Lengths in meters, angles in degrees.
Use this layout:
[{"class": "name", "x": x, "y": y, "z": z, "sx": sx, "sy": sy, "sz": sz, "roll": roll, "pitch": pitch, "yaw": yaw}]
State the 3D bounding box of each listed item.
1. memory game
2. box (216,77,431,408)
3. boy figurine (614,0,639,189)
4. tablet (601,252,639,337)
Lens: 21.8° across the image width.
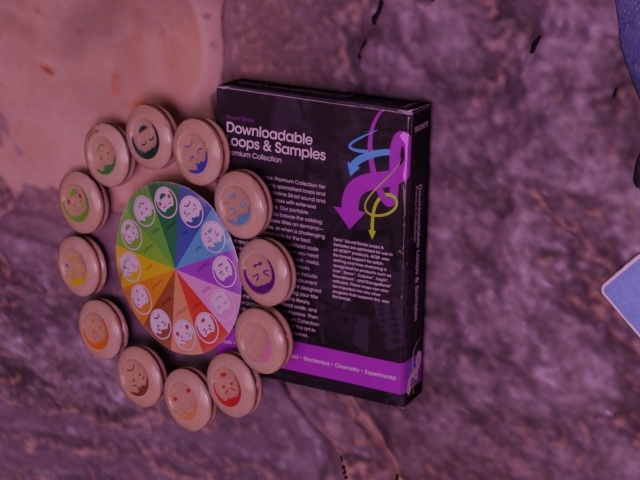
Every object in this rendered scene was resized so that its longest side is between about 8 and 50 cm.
[{"class": "memory game", "x": -0.084, "y": 0.016, "z": 0.916, "sx": 0.186, "sy": 0.012, "sz": 0.186, "roll": 13, "pitch": 111, "yaw": 38}, {"class": "box", "x": 0.000, "y": 0.000, "z": 0.880, "sx": 0.116, "sy": 0.029, "sz": 0.162, "roll": 11, "pitch": 111, "yaw": 26}, {"class": "boy figurine", "x": 0.161, "y": -0.172, "z": 0.707, "sx": 0.177, "sy": 0.092, "sz": 0.285, "roll": -7, "pitch": 105, "yaw": 32}, {"class": "tablet", "x": 0.181, "y": 0.019, "z": 0.803, "sx": 0.054, "sy": 0.006, "sz": 0.083, "roll": 50, "pitch": 120, "yaw": 7}]
